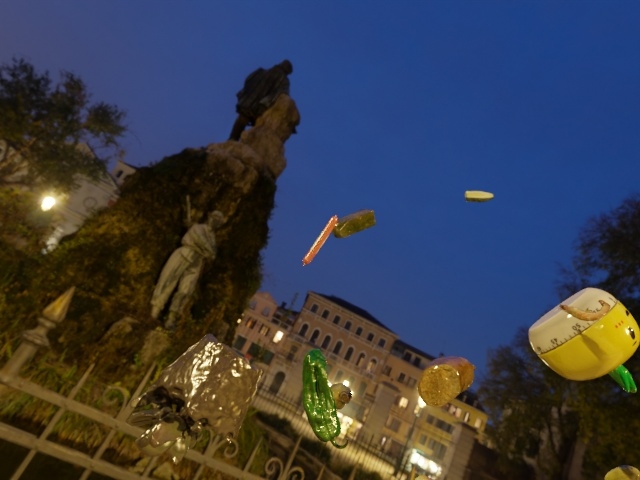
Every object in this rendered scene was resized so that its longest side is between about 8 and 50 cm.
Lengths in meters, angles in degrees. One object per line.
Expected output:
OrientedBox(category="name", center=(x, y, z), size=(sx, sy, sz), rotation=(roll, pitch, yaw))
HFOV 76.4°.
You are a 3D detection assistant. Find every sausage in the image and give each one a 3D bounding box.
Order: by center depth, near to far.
OrientedBox(category="sausage", center=(0.000, 0.000, 1.669), size=(0.034, 0.253, 0.034), rotation=(33, -10, 7))

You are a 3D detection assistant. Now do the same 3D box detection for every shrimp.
OrientedBox(category="shrimp", center=(0.636, 0.163, 0.977), size=(0.023, 0.083, 0.114), rotation=(65, -12, -10))

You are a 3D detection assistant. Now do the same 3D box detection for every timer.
OrientedBox(category="timer", center=(0.760, 0.297, 1.129), size=(0.285, 0.285, 0.285), rotation=(25, -20, 9))

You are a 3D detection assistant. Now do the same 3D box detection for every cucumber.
OrientedBox(category="cucumber", center=(0.631, -0.169, 1.619), size=(0.107, 0.067, 0.035), rotation=(5, -59, 13))

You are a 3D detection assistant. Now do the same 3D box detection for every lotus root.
OrientedBox(category="lotus root", center=(0.058, 0.535, 1.401), size=(0.077, 0.090, 0.183), rotation=(48, -27, 7))

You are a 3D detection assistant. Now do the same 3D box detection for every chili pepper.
OrientedBox(category="chili pepper", center=(0.002, 0.422, 1.086), size=(0.100, 0.257, 0.074), rotation=(-15, -13, 4))

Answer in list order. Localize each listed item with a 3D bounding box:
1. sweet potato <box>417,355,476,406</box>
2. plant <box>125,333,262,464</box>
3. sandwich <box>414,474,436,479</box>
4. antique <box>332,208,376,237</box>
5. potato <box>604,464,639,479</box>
OrientedBox(category="sweet potato", center=(0.480, 0.509, 1.522), size=(0.158, 0.157, 0.370), rotation=(14, 3, 35))
OrientedBox(category="plant", center=(-0.276, 0.366, 0.929), size=(0.188, 0.276, 0.199), rotation=(22, -24, 45))
OrientedBox(category="sandwich", center=(0.245, 0.851, 1.233), size=(0.254, 0.288, 0.100), rotation=(32, -19, -19))
OrientedBox(category="antique", center=(0.156, -0.081, 1.967), size=(0.081, 0.221, 0.080), rotation=(16, -56, 58))
OrientedBox(category="potato", center=(0.973, 0.792, 1.296), size=(0.105, 0.085, 0.188), rotation=(-13, -71, 29))
